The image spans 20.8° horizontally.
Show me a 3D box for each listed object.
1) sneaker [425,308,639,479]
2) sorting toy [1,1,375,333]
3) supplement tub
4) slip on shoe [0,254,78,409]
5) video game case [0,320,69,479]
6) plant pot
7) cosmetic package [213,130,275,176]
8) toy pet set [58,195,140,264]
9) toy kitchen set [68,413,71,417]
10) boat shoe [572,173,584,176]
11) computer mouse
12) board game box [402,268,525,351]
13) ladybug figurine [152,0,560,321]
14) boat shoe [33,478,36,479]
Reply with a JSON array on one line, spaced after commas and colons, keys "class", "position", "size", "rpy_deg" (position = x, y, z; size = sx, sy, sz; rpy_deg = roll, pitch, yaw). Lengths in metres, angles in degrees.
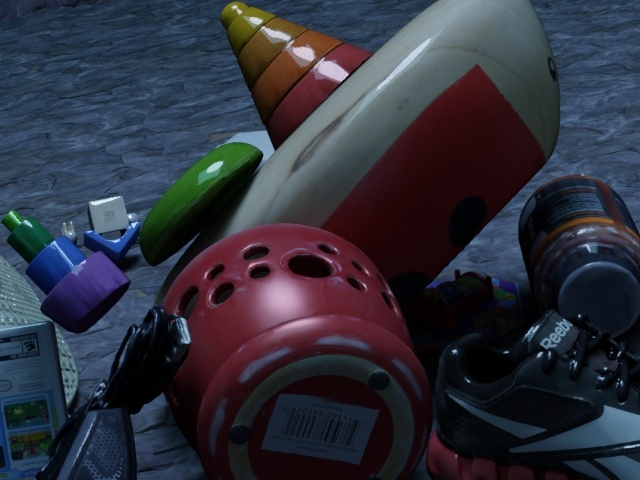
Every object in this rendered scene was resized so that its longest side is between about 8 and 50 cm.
[{"class": "sneaker", "position": [0.196, 0.116, 1.197], "size": [0.276, 0.135, 0.097], "rpy_deg": [2, 20, 28]}, {"class": "sorting toy", "position": [-0.114, -0.079, 1.403], "size": [0.365, 0.126, 0.127], "rpy_deg": [-43, -5, -29]}, {"class": "supplement tub", "position": [0.229, 0.018, 1.510], "size": [0.106, 0.106, 0.198], "rpy_deg": [-9, 18, 5]}, {"class": "slip on shoe", "position": [-0.303, 0.096, 1.593], "size": [0.101, 0.123, 0.331], "rpy_deg": [-45, 28, 0]}, {"class": "video game case", "position": [-0.274, 0.144, 1.356], "size": [0.157, 0.143, 0.019], "rpy_deg": [-9, 0, 4]}, {"class": "plant pot", "position": [-0.018, 0.107, 1.271], "size": [0.191, 0.191, 0.174], "rpy_deg": [-13, 27, -7]}, {"class": "cosmetic package", "position": [-0.005, -0.074, 1.942], "size": [0.231, 0.085, 0.117], "rpy_deg": [-4, 19, 24]}, {"class": "toy pet set", "position": [-0.222, 0.000, 1.913], "size": [0.122, 0.065, 0.114], "rpy_deg": [-12, -16, -12]}, {"class": "toy kitchen set", "position": [-0.232, 0.163, 1.373], "size": [0.075, 0.083, 0.068], "rpy_deg": [-24, 41, -35]}, {"class": "boat shoe", "position": [0.246, -0.029, 1.733], "size": [0.043, 0.049, 0.137], "rpy_deg": [-9, 23, 12]}, {"class": "computer mouse", "position": [-0.158, 0.185, 1.179], "size": [0.188, 0.072, 0.272], "rpy_deg": [-50, 13, 39]}, {"class": "board game box", "position": [0.115, 0.052, 1.584], "size": [0.133, 0.033, 0.169], "rpy_deg": [-8, 19, 6]}, {"class": "ladybug figurine", "position": [0.040, -0.025, 1.467], "size": [0.449, 0.162, 0.305], "rpy_deg": [-45, -4, -3]}, {"class": "boat shoe", "position": [-0.219, 0.215, 1.277], "size": [0.049, 0.042, 0.133], "rpy_deg": [-1, 22, 20]}]
